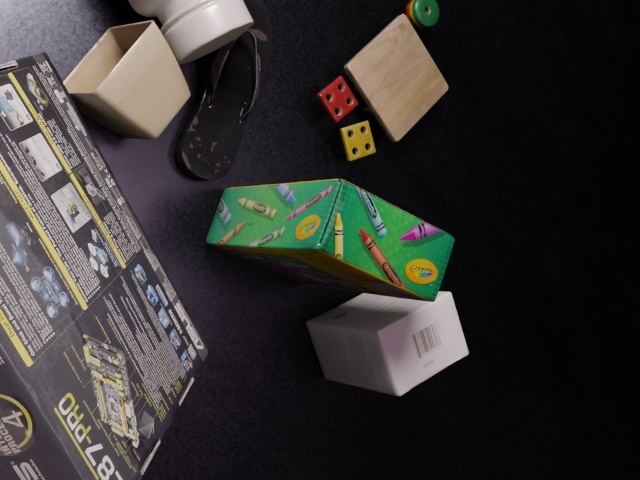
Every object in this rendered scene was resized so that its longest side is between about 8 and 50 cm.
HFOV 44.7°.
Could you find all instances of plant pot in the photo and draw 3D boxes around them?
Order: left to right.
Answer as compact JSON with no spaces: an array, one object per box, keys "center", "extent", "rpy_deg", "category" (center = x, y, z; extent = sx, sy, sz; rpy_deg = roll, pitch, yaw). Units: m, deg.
[{"center":[-0.216,-0.175,0.892],"extent":[0.096,0.109,0.109],"rpy_deg":[47,67,-35],"category":"plant pot"}]

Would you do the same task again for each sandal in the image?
[{"center":[-0.111,-0.199,0.984],"extent":[0.097,0.054,0.254],"rpy_deg":[14,83,-32],"category":"sandal"}]

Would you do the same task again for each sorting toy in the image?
[{"center":[0.096,-0.226,1.121],"extent":[0.274,0.046,0.132],"rpy_deg":[-47,114,-24],"category":"sorting toy"}]

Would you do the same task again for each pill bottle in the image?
[{"center":[-0.174,-0.326,0.883],"extent":[0.131,0.131,0.229],"rpy_deg":[-33,100,-28],"category":"pill bottle"}]

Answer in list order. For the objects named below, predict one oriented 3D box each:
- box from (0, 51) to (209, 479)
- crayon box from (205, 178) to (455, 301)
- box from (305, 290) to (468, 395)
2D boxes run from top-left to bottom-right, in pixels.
[{"center":[-0.266,0.033,0.752],"extent":[0.097,0.318,0.394],"rpy_deg":[-21,107,13],"category":"box"},{"center":[0.000,0.000,0.923],"extent":[0.165,0.278,0.081],"rpy_deg":[24,79,-31],"category":"crayon box"},{"center":[0.087,0.130,1.043],"extent":[0.130,0.170,0.091],"rpy_deg":[-24,102,-30],"category":"box"}]
